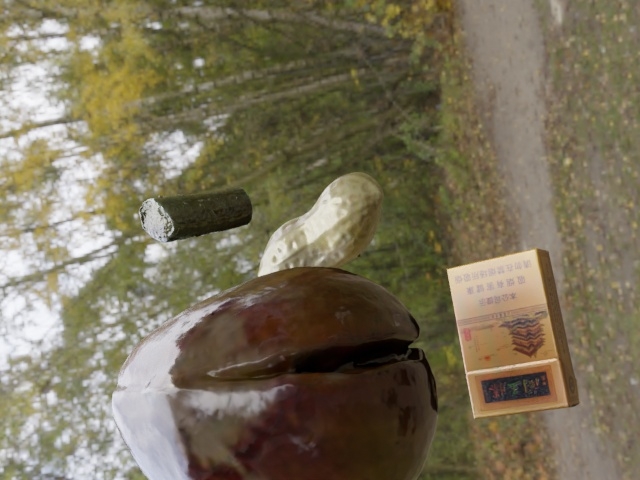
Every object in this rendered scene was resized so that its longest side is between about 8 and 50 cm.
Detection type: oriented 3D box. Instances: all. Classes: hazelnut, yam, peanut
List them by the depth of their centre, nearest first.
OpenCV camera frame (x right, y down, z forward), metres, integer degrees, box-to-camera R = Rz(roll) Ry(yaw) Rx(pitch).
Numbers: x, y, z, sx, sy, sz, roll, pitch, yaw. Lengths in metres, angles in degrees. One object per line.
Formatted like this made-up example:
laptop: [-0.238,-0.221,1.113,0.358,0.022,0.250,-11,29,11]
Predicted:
yam: [-0.135,-0.029,0.933,0.132,0.054,0.054,-13,-84,-47]
hazelnut: [-0.054,0.235,1.123,0.402,0.429,0.402,27,-122,-56]
peanut: [0.000,0.000,1.572,0.149,0.313,0.149,39,-158,-19]

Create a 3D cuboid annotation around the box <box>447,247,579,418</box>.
box: [0.338,0.165,1.466,0.076,0.174,0.274,8,-109,-56]
